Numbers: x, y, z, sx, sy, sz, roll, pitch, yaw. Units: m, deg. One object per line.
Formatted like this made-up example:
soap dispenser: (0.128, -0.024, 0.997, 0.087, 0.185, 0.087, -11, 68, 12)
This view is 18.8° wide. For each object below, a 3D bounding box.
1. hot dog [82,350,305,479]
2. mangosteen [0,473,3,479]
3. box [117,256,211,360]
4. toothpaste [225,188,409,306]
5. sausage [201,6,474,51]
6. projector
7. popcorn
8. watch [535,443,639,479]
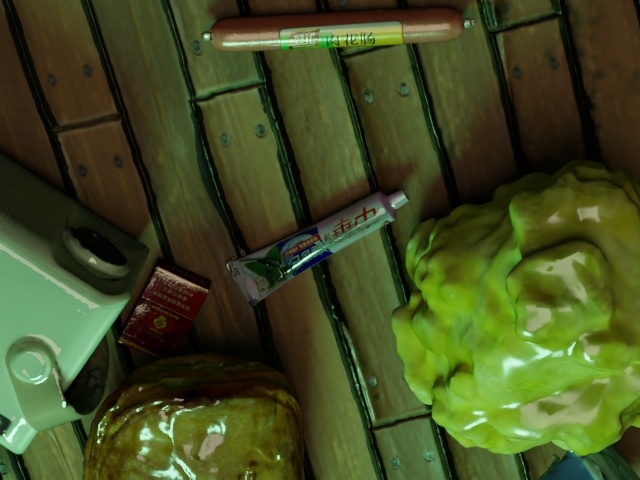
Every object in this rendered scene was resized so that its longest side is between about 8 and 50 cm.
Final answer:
hot dog: (-0.101, 0.224, 1.666, 0.196, 0.122, 0.272, -9, 117, -13)
mangosteen: (-0.385, 0.219, 1.646, 0.243, 0.243, 0.243, 0, 112, 1)
box: (-0.135, 0.062, 1.670, 0.051, 0.023, 0.082, 26, 110, -8)
toothpaste: (0.000, 0.000, 1.641, 0.170, 0.028, 0.045, -28, 102, 16)
sausage: (0.014, -0.171, 1.570, 0.223, 0.029, 0.029, -3, 112, 2)
projector: (-0.266, 0.044, 1.594, 0.242, 0.163, 0.177, 34, 109, -7)
popcorn: (0.190, 0.064, 1.571, 0.250, 0.235, 0.242, -17, 103, 44)
watch: (0.138, 0.266, 1.627, 0.274, 0.276, 0.068, -40, 74, 16)
